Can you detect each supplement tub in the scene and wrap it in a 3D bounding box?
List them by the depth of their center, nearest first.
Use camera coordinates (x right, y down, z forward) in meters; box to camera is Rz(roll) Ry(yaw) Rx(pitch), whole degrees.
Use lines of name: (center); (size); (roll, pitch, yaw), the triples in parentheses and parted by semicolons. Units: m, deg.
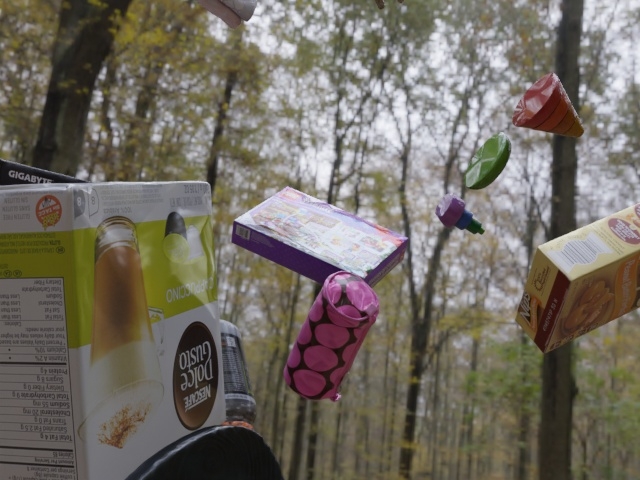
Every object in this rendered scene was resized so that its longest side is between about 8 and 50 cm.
supplement tub: (-0.165, 0.229, 1.330); (0.117, 0.190, 0.117); (-12, -33, -8)

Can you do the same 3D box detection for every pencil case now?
pencil case: (0.019, 0.147, 1.271); (0.095, 0.098, 0.209); (-26, -31, -41)

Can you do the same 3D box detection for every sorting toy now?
sorting toy: (0.381, -0.146, 1.677); (0.126, 0.127, 0.365); (31, -65, -14)

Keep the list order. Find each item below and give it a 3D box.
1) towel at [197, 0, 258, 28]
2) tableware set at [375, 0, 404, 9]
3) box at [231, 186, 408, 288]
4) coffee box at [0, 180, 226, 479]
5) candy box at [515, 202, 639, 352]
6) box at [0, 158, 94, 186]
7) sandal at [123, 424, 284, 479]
towel: (-0.182, -0.522, 1.264); (0.317, 0.331, 0.053); (37, -38, -30)
tableware set: (0.066, -0.406, 1.141); (0.128, 0.039, 0.194); (28, -37, 15)
box: (0.000, 0.000, 1.696); (0.293, 0.057, 0.201); (24, 34, 21)
coffee box: (-0.339, 0.104, 1.033); (0.338, 0.334, 0.337); (-2, 3, 18)
candy box: (0.477, 0.043, 1.377); (0.316, 0.087, 0.183); (-20, -38, -20)
box: (-0.571, 0.006, 1.787); (0.073, 0.293, 0.295); (4, -8, 45)
sandal: (-0.097, 0.290, 0.434); (0.107, 0.445, 0.167); (-16, -58, 37)
